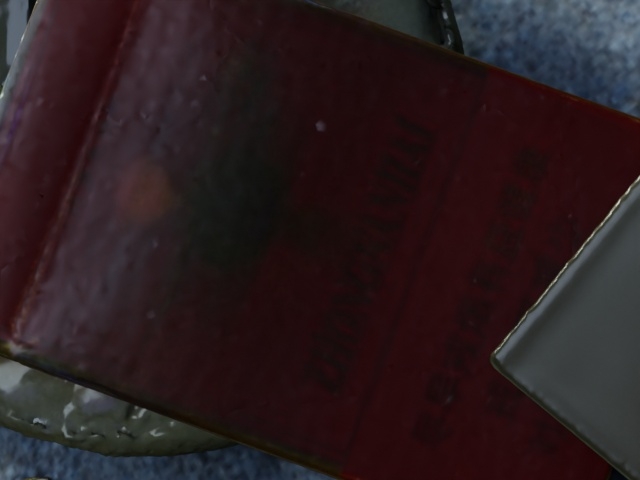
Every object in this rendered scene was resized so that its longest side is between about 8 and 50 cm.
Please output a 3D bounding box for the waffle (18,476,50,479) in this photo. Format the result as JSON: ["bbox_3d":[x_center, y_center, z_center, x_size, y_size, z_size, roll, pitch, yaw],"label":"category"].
[{"bbox_3d":[-0.262,0.161,1.061,0.191,0.125,0.032,-23,68,29],"label":"waffle"}]

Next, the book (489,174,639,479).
[{"bbox_3d":[0.248,0.000,0.779,0.217,0.021,0.310,40,95,12],"label":"book"}]

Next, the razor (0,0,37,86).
[{"bbox_3d":[-0.161,-0.087,1.064,0.204,0.113,0.349,15,86,29],"label":"razor"}]

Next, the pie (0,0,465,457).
[{"bbox_3d":[-0.072,-0.040,0.950,0.337,0.075,0.337,0,87,-4],"label":"pie"}]

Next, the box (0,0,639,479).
[{"bbox_3d":[0.001,-0.001,0.866,0.313,0.089,0.197,20,89,0],"label":"box"}]
